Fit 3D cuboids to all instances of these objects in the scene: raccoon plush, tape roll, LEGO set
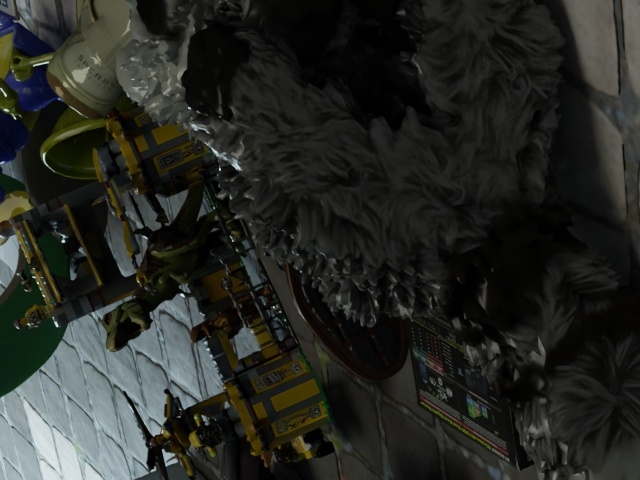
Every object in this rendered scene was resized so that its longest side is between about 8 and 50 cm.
[{"bbox_3d":[0.016,-0.021,1.174,0.446,0.216,0.299,71,163,-8],"label":"raccoon plush"},{"bbox_3d":[-0.418,0.047,1.951,0.321,0.321,0.077,47,148,38],"label":"tape roll"},{"bbox_3d":[-0.140,0.058,1.488,0.255,0.192,0.331,-172,58,-81],"label":"LEGO set"}]

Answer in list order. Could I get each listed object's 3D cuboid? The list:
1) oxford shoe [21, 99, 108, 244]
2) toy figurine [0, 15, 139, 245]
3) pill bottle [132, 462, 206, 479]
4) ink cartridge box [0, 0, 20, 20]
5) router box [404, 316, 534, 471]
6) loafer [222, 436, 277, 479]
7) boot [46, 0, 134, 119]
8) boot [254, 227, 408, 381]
[{"bbox_3d":[-0.255,-0.089,1.833,0.076,0.076,0.212,67,-179,-81],"label":"oxford shoe"},{"bbox_3d":[-0.296,-0.142,1.699,0.191,0.362,0.217,44,-143,-40],"label":"toy figurine"},{"bbox_3d":[-0.273,0.375,1.838,0.224,0.392,0.224,46,148,41],"label":"pill bottle"},{"bbox_3d":[-0.360,-0.400,1.744,0.324,0.071,0.330,29,136,45],"label":"ink cartridge box"},{"bbox_3d":[0.105,0.085,1.253,0.122,0.038,0.092,30,136,54],"label":"router box"},{"bbox_3d":[-0.029,0.302,1.676,0.109,0.095,0.302,-92,-3,-67],"label":"loafer"},{"bbox_3d":[-0.115,-0.197,1.405,0.077,0.213,0.165,38,122,-15],"label":"boot"},{"bbox_3d":[0.000,0.000,1.388,0.219,0.082,0.106,63,178,0],"label":"boot"}]
